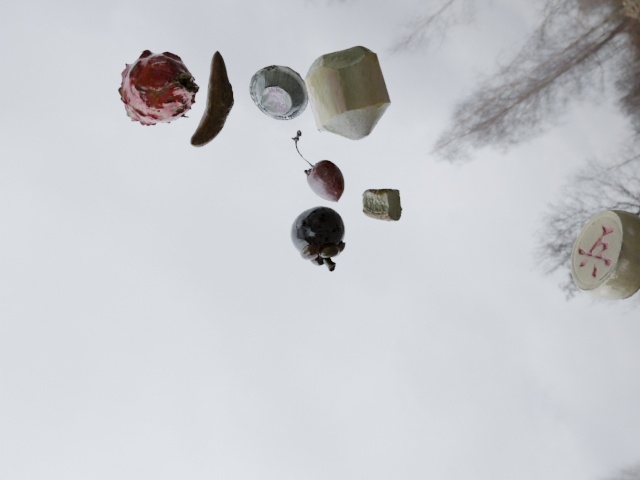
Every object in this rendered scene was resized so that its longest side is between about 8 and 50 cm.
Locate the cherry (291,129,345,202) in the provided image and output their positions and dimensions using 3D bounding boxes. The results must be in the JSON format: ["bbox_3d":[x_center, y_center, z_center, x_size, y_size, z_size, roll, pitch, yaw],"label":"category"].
[{"bbox_3d":[-0.011,-0.198,1.351,0.226,0.090,0.107,57,171,5],"label":"cherry"}]

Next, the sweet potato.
[{"bbox_3d":[-0.359,-0.479,1.780,0.113,0.092,0.342,15,-89,-21],"label":"sweet potato"}]

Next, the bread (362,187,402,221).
[{"bbox_3d":[0.141,-0.081,1.170,0.083,0.070,0.077,-7,-84,-56],"label":"bread"}]

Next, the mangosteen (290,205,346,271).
[{"bbox_3d":[0.000,0.000,1.859,0.211,0.211,0.250,4,-117,-48],"label":"mangosteen"}]

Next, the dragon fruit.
[{"bbox_3d":[-0.445,-0.426,1.430,0.205,0.268,0.210,-39,-57,-40],"label":"dragon fruit"}]

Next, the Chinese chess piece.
[{"bbox_3d":[0.796,0.040,1.401,0.102,0.250,0.250,15,-135,-2],"label":"Chinese chess piece"}]

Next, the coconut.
[{"bbox_3d":[0.082,-0.408,1.468,0.239,0.239,0.245,-17,-89,-53],"label":"coconut"}]

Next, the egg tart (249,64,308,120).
[{"bbox_3d":[-0.158,-0.544,1.924,0.234,0.234,0.094,36,-138,-26],"label":"egg tart"}]
